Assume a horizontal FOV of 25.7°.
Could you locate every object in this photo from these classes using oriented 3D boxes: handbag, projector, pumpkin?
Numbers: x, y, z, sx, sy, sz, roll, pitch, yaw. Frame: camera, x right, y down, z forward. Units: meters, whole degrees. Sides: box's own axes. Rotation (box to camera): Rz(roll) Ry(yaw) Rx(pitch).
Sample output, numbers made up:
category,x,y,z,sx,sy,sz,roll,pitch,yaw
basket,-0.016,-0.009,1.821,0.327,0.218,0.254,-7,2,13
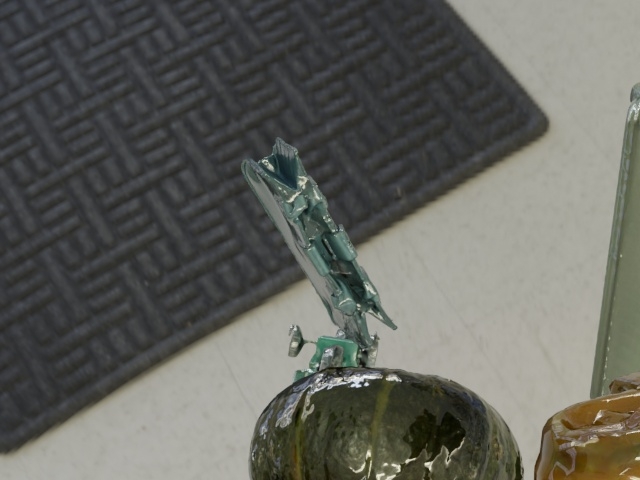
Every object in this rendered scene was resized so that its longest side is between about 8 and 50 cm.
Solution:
category,x,y,z,sx,sy,sz,roll,pitch,yaw
handbag,0.000,0.000,1.535,0.062,0.229,0.179,-32,14,-5
projector,0.239,-0.015,0.879,0.099,0.192,0.257,7,17,15
pumpkin,0.052,0.190,1.133,0.224,0.223,0.157,7,61,15

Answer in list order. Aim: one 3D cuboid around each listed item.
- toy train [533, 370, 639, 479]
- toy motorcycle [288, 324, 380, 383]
category,x,y,z,sx,sy,sz,roll,pitch,yaw
toy train,0.210,0.113,0.366,0.232,0.369,0.163,-11,92,-17
toy motorcycle,0.005,0.201,1.709,0.109,0.296,0.198,9,87,5
